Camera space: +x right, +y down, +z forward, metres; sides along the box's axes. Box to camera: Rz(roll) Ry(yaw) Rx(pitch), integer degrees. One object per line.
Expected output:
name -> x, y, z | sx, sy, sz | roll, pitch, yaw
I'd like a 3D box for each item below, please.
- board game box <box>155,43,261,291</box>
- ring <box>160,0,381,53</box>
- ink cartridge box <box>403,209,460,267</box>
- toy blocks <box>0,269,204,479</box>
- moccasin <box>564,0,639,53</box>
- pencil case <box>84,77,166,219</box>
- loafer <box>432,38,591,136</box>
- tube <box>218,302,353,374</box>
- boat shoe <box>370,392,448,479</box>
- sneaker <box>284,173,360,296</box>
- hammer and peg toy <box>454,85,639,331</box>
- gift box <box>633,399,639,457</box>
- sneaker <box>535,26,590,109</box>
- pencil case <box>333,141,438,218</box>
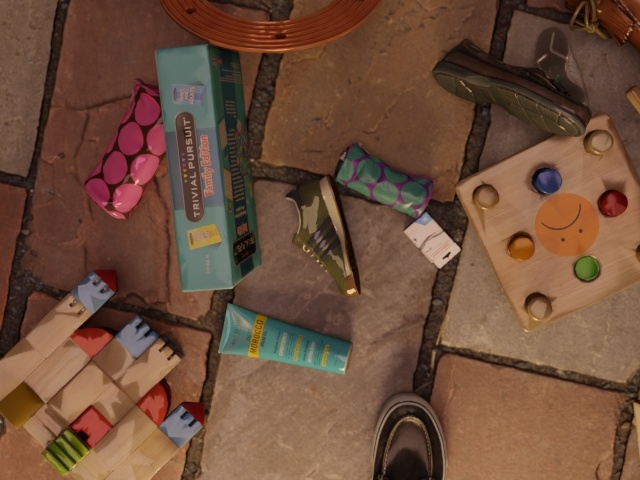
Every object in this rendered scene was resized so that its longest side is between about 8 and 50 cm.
board game box -> -0.160, -0.110, 1.801 | 0.079, 0.254, 0.336 | -5, 95, 7
ring -> -0.069, -0.377, 1.777 | 0.337, 0.336, 0.032 | -1, 141, 1
ink cartridge box -> 0.173, 0.000, 1.900 | 0.048, 0.028, 0.083 | -42, 92, 7
toy blocks -> -0.324, 0.224, 1.903 | 0.261, 0.191, 0.381 | -44, 91, -4
moccasin -> 0.403, -0.372, 1.790 | 0.147, 0.139, 0.380 | -34, 92, 8
pencil case -> -0.288, -0.140, 1.890 | 0.098, 0.095, 0.209 | 30, 99, -1
loafer -> 0.284, -0.231, 1.787 | 0.267, 0.096, 0.084 | 27, 77, 37
tube -> -0.054, 0.160, 1.928 | 0.207, 0.052, 0.080 | 13, 90, 9
boat shoe -> 0.136, 0.408, 1.898 | 0.121, 0.119, 0.335 | 1, 96, 4
sneaker -> 0.000, 0.000, 1.900 | 0.086, 0.064, 0.192 | -14, 92, 11
hammer and peg toy -> 0.409, -0.055, 1.829 | 0.361, 0.127, 0.266 | -27, 92, 6
gift box -> 0.616, 0.351, 1.794 | 0.255, 0.276, 0.258 | -9, 95, -8
sneaker -> 0.365, -0.246, 1.852 | 0.054, 0.061, 0.152 | -21, 74, 23
pencil case -> 0.097, -0.093, 1.879 | 0.152, 0.064, 0.070 | 26, 95, 1
